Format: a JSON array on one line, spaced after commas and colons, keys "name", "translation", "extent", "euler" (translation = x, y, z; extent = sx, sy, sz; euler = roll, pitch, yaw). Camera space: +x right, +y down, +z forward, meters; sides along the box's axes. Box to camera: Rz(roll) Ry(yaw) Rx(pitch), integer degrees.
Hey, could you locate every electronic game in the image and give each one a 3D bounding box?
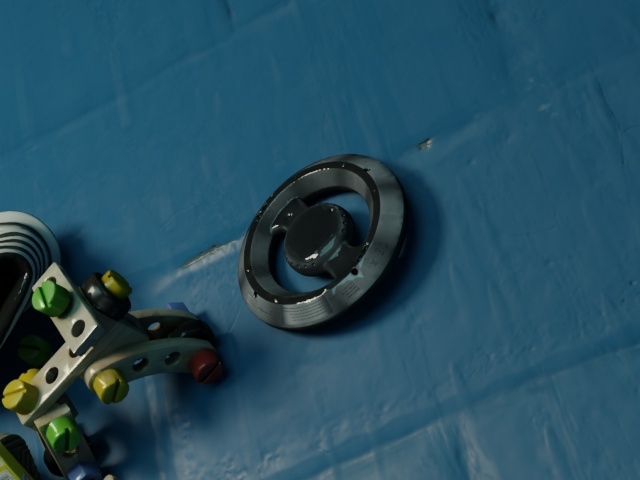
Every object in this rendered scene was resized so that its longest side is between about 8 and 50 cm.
[{"name": "electronic game", "translation": [0.000, 0.000, 1.527], "extent": [0.229, 0.048, 0.229], "euler": [-21, 49, 26]}]

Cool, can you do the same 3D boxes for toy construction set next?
[{"name": "toy construction set", "translation": [-0.260, 0.174, 1.456], "extent": [0.257, 0.237, 0.309], "euler": [-23, 55, 17]}]

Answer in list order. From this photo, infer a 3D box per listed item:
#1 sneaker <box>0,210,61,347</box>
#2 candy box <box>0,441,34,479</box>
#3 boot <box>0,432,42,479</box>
[{"name": "sneaker", "translation": [-0.519, 0.134, 1.600], "extent": [0.447, 0.169, 0.257], "euler": [-40, 9, 2]}, {"name": "candy box", "translation": [-0.325, 0.319, 1.440], "extent": [0.105, 0.206, 0.027], "euler": [-29, 21, 16]}, {"name": "boot", "translation": [-0.397, 0.295, 1.558], "extent": [0.208, 0.076, 0.190], "euler": [-6, 99, 44]}]
